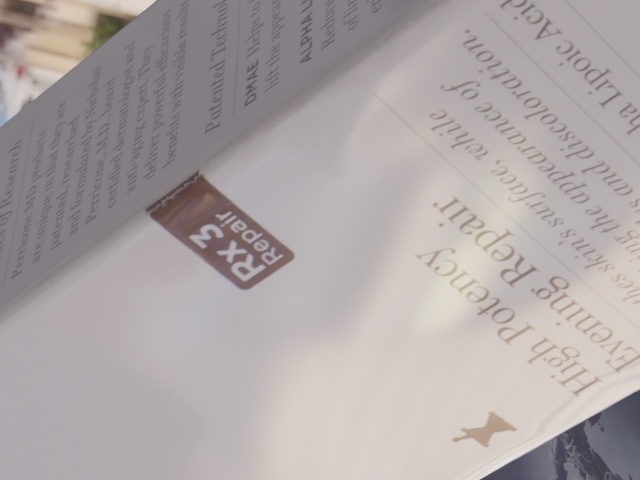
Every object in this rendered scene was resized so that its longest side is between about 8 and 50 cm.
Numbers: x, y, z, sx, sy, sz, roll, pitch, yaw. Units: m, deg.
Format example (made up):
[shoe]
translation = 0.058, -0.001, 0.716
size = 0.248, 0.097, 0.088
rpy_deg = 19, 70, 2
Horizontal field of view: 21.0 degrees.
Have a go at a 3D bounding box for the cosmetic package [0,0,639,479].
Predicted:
[cosmetic package]
translation = 0.000, 0.000, 0.396
size = 0.231, 0.117, 0.085
rpy_deg = -36, -147, 27

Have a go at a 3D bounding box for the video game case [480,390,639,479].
[video game case]
translation = 0.150, 0.161, 0.668
size = 0.274, 0.026, 0.196
rpy_deg = 64, -25, 13
